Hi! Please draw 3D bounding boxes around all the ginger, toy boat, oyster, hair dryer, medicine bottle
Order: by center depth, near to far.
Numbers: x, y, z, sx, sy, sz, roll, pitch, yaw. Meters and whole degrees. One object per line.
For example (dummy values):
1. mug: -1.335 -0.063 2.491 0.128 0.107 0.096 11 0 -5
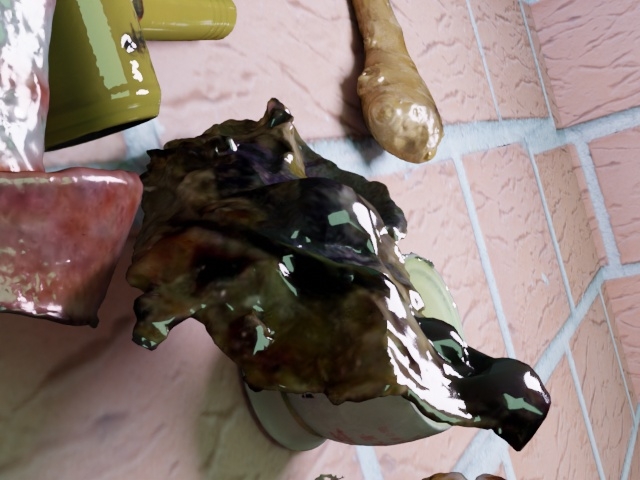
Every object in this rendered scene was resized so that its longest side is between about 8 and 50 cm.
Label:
1. toy boat: -0.169 -0.107 0.378 0.206 0.096 0.282 11 81 -37
2. oyster: 0.000 -0.003 0.516 0.221 0.096 0.361 29 14 -20
3. hair dryer: -0.123 -0.147 0.569 0.135 0.090 0.279 71 21 -7
4. medicine bottle: 0.028 0.092 0.658 0.147 0.143 0.147 32 50 -48
5. ginger: 0.077 -0.219 0.996 0.131 0.086 0.294 15 55 -50

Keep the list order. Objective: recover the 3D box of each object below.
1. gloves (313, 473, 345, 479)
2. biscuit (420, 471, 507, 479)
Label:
1. gloves: 0.007 0.255 0.612 0.114 0.070 0.153 63 29 -22
2. biscuit: 0.146 0.345 0.730 0.366 0.115 0.268 54 32 -62
